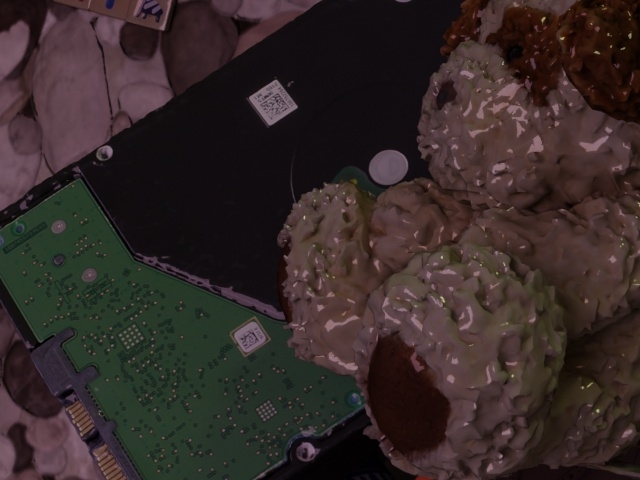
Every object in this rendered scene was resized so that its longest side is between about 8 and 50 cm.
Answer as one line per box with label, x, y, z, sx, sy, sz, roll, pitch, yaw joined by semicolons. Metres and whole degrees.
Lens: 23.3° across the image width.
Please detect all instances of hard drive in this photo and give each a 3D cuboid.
hard drive;0.000;0.000;0.869;0.339;0.064;0.237;-34;64;-6

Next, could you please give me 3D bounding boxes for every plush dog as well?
plush dog;0.109;-0.022;0.701;0.262;0.211;0.225;-139;59;-73

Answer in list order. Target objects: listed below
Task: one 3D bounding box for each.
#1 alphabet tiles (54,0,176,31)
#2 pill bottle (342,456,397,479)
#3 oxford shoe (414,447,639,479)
alphabet tiles;-0.113;-0.251;1.100;0.237;0.009;0.198;20;98;36
pill bottle;0.008;0.212;0.888;0.264;0.153;0.153;48;113;28
oxford shoe;0.105;0.142;0.784;0.098;0.097;0.271;39;67;19
